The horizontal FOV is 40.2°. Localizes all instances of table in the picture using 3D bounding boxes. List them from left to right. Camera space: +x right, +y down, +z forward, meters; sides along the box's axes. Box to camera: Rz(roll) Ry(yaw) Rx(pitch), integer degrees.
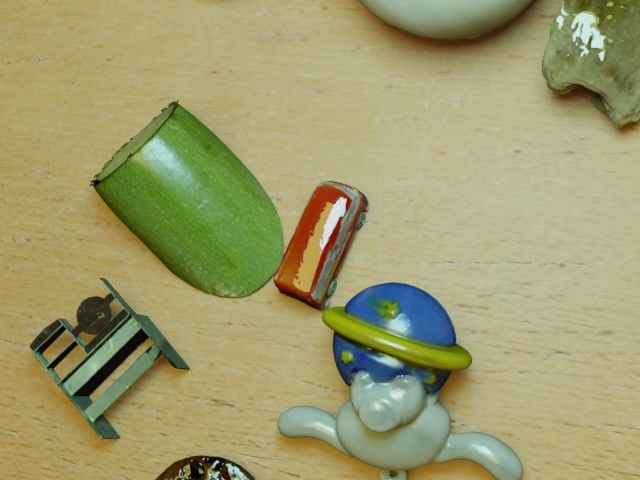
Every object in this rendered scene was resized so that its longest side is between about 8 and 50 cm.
[{"bbox_3d":[-0.298,0.165,1.231,0.146,0.062,0.175,-44,73,3],"label":"table"}]

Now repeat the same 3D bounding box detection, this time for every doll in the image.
[{"bbox_3d":[0.113,0.186,1.065,0.310,0.159,0.243,22,85,15],"label":"doll"}]

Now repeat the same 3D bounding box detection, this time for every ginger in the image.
[{"bbox_3d":[0.400,-0.278,1.096,0.221,0.130,0.276,11,88,8],"label":"ginger"}]

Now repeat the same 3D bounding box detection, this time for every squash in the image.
[{"bbox_3d":[-0.180,-0.050,1.263,0.189,0.189,0.260,-44,107,3],"label":"squash"}]

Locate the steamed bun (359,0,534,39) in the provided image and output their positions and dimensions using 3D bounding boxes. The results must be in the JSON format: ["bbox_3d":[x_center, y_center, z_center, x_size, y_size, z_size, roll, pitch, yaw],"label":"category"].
[{"bbox_3d":[0.156,-0.419,1.105,0.324,0.206,0.324,0,91,35],"label":"steamed bun"}]

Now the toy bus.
[{"bbox_3d":[0.000,0.000,1.174,0.079,0.077,0.174,23,86,18],"label":"toy bus"}]

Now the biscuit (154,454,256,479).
[{"bbox_3d":[-0.157,0.382,1.159,0.192,0.049,0.192,-2,83,13],"label":"biscuit"}]
